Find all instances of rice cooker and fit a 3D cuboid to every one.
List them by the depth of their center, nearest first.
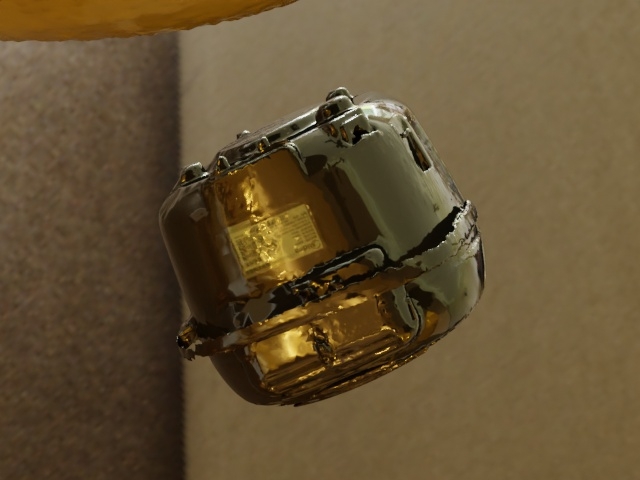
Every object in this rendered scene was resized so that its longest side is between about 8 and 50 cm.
[{"bbox_3d":[0.000,0.001,0.757,0.203,0.142,0.118,-66,132,-79],"label":"rice cooker"}]

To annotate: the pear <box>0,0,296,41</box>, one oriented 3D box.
[{"bbox_3d":[-0.076,-0.216,0.422,0.348,0.348,0.348,27,43,-29],"label":"pear"}]
